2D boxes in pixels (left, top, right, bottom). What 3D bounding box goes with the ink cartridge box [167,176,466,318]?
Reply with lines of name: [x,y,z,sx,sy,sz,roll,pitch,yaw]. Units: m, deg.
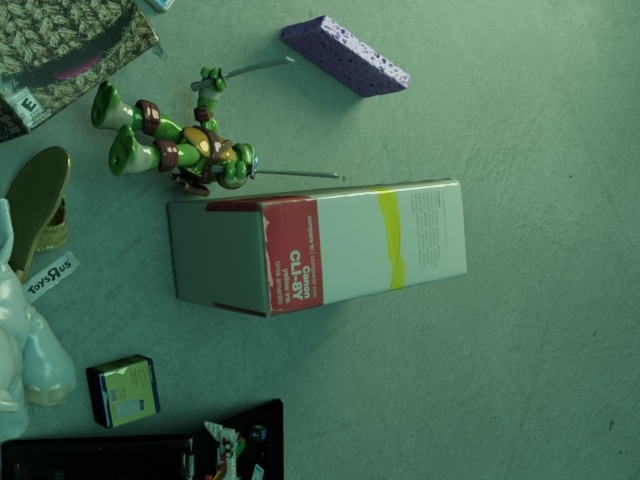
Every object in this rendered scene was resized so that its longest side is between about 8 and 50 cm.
ink cartridge box: [0.000,0.000,1.198,0.384,0.279,0.161,-9,96,-36]

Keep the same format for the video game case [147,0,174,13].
video game case: [-0.256,-0.482,1.167,0.183,0.023,0.201,40,67,-29]

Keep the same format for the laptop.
laptop: [-0.248,0.463,1.182,0.407,0.236,0.382,0,90,-8]

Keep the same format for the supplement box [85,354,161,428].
supplement box: [-0.289,0.220,1.125,0.083,0.056,0.083,-12,97,-36]

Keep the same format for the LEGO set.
LEGO set: [-0.140,0.377,1.128,0.182,0.060,0.244,69,32,-60]

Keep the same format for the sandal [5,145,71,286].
sandal: [-0.389,-0.008,1.055,0.240,0.088,0.079,-68,155,-7]

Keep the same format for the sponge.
sponge: [0.044,-0.316,1.330,0.210,0.117,0.031,28,76,-34]

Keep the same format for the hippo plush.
hippo plush: [-0.389,0.153,0.893,0.294,0.236,0.234,-46,113,-1]

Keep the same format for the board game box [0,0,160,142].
board game box: [-0.398,-0.313,0.989,0.232,0.141,0.291,-46,116,-27]

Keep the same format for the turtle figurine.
turtle figurine: [-0.161,-0.168,1.082,0.266,0.274,0.198,1,84,-43]
